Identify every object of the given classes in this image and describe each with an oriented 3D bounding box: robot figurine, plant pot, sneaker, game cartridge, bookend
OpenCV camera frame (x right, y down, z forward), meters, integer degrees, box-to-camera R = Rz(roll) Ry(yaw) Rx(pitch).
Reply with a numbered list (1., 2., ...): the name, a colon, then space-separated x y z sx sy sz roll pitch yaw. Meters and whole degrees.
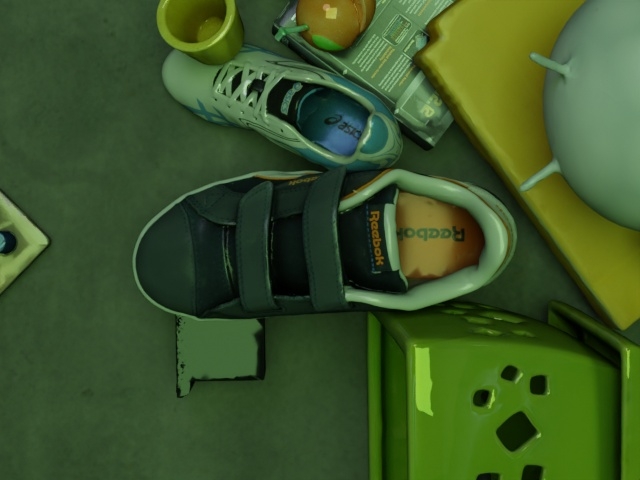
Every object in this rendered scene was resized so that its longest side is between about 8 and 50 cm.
1. robot figurine: 0.328 -0.117 0.927 0.354 0.200 0.300 -10 117 -7
2. plant pot: 0.154 0.165 0.988 0.207 0.228 0.227 -3 97 -7
3. sneaker: 0.000 0.000 0.965 0.321 0.127 0.126 -8 93 0
4. sneaker: -0.038 -0.126 1.038 0.237 0.086 0.085 22 82 19
5. game cartridge: 0.277 -0.130 1.047 0.285 0.053 0.323 -38 99 -3
6. bookend: -0.050 0.056 1.062 0.157 0.072 0.156 -2 91 -1

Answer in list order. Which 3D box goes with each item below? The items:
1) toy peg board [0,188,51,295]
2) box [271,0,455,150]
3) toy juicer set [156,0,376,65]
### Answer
1. toy peg board: -0.358 0.002 1.056 0.161 0.079 0.160 45 90 -1
2. box: 0.096 -0.226 1.070 0.183 0.056 0.231 36 90 -2
3. toy juicer set: -0.021 -0.310 1.010 0.209 0.089 0.329 2 78 14
